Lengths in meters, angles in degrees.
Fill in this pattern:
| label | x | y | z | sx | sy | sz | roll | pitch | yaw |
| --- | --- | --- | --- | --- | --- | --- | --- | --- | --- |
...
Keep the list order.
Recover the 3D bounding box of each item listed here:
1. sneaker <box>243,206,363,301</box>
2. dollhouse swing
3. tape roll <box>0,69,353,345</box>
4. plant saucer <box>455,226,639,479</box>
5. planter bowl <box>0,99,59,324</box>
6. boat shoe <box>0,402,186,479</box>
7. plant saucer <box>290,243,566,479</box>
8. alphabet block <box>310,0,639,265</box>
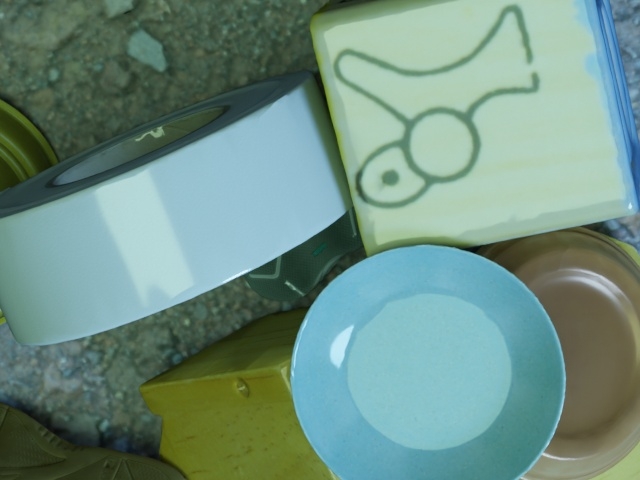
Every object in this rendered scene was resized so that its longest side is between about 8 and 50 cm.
| label | x | y | z | sx | sy | sz | roll | pitch | yaw |
| --- | --- | --- | --- | --- | --- | --- | --- | --- | --- |
| sneaker | 0.000 | 0.000 | 1.516 | 0.152 | 0.061 | 0.053 | -33 | 99 | 37 |
| dollhouse swing | 0.104 | 0.184 | 1.545 | 0.315 | 0.305 | 0.347 | -13 | 107 | 56 |
| tape roll | -0.117 | -0.027 | 1.408 | 0.286 | 0.286 | 0.100 | -20 | 102 | 15 |
| plant saucer | 0.180 | 0.085 | 1.421 | 0.200 | 0.037 | 0.200 | 1 | 89 | -24 |
| planter bowl | -0.308 | -0.011 | 1.514 | 0.217 | 0.090 | 0.217 | -2 | 105 | -8 |
| boat shoe | -0.236 | 0.214 | 1.596 | 0.277 | 0.098 | 0.096 | 17 | 142 | 18 |
| plant saucer | 0.077 | 0.095 | 1.356 | 0.195 | 0.037 | 0.195 | 1 | 102 | 7 |
| alphabet block | 0.120 | -0.108 | 1.390 | 0.197 | 0.193 | 0.192 | -10 | 102 | 13 |
